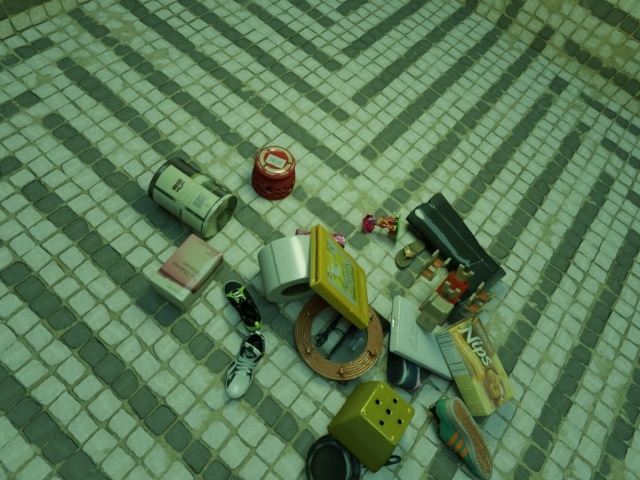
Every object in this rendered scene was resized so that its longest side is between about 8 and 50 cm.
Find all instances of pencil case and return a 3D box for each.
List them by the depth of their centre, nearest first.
[{"bbox_3d":[0.000,0.000,1.748,0.209,0.098,0.095,2,62,-11],"label":"pencil case"}]

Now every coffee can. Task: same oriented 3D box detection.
[{"bbox_3d":[-0.497,-0.167,1.679,0.275,0.201,0.201,34,62,7],"label":"coffee can"}]

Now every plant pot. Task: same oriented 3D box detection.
[{"bbox_3d":[0.185,0.587,1.406,0.212,0.187,0.212,39,50,11],"label":"plant pot"},{"bbox_3d":[-0.195,-0.296,1.823,0.191,0.174,0.191,5,60,-9],"label":"plant pot"}]

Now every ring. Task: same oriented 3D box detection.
[{"bbox_3d":[0.073,0.343,1.588,0.336,0.032,0.337,5,63,-10],"label":"ring"}]

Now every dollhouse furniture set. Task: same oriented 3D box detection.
[{"bbox_3d":[0.460,0.204,1.566,0.262,0.135,0.259,38,50,19],"label":"dollhouse furniture set"}]

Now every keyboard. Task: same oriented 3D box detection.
[{"bbox_3d":[0.106,0.368,1.617,0.201,0.033,0.317,40,62,9],"label":"keyboard"}]

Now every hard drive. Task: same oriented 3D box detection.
[{"bbox_3d":[0.382,0.361,1.576,0.318,0.040,0.210,31,51,-27],"label":"hard drive"}]

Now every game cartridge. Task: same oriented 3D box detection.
[{"bbox_3d":[0.075,0.133,1.551,0.323,0.052,0.285,43,31,-34],"label":"game cartridge"}]

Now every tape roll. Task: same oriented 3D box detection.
[{"bbox_3d":[-0.100,0.109,1.589,0.246,0.246,0.169,-9,64,-15],"label":"tape roll"}]

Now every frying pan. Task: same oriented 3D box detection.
[{"bbox_3d":[0.092,0.718,1.421,0.326,0.053,0.197,-18,69,-30],"label":"frying pan"}]

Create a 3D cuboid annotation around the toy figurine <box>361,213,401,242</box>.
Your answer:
[{"bbox_3d":[0.254,-0.068,1.812,0.159,0.173,0.130,9,78,9],"label":"toy figurine"}]

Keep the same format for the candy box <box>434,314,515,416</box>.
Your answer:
[{"bbox_3d":[0.568,0.454,1.577,0.182,0.087,0.317,-14,75,-36],"label":"candy box"}]

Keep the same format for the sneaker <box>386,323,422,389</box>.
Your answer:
[{"bbox_3d":[0.332,0.402,1.618,0.131,0.112,0.319,29,56,-23],"label":"sneaker"}]

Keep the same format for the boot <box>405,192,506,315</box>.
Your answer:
[{"bbox_3d":[0.515,0.047,1.780,0.367,0.146,0.445,-28,78,-36],"label":"boot"}]

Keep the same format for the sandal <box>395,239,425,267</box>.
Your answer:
[{"bbox_3d":[0.386,0.047,1.826,0.180,0.049,0.072,-35,76,-26],"label":"sandal"}]

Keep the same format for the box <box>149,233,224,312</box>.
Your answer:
[{"bbox_3d":[-0.485,0.118,1.575,0.148,0.127,0.232,32,61,6],"label":"box"}]

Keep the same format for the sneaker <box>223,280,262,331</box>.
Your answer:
[{"bbox_3d":[-0.278,0.226,1.570,0.084,0.097,0.235,-29,65,-23],"label":"sneaker"}]

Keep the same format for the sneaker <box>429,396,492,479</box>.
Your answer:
[{"bbox_3d":[0.489,0.688,1.494,0.108,0.121,0.302,-25,88,-44],"label":"sneaker"}]

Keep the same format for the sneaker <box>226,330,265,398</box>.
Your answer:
[{"bbox_3d":[-0.252,0.410,1.454,0.094,0.153,0.235,27,61,6],"label":"sneaker"}]
